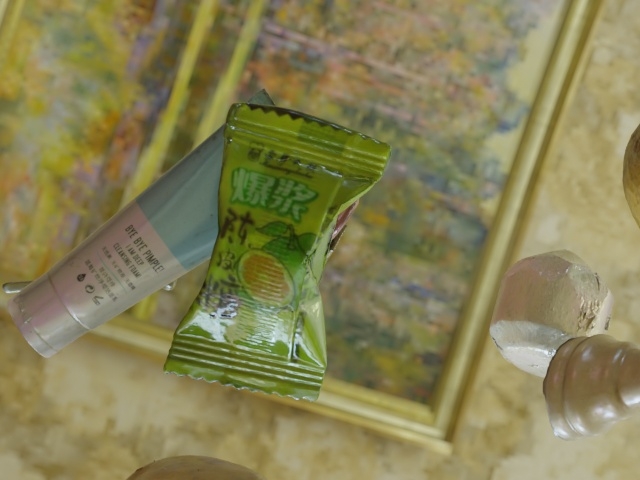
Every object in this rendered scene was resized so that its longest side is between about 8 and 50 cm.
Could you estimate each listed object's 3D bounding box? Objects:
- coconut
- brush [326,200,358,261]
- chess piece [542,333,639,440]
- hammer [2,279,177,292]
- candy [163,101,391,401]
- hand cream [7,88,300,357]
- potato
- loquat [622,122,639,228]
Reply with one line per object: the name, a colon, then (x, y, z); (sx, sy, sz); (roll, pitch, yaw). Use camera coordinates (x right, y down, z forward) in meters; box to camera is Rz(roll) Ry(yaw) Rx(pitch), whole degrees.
coconut: (0.327, 0.094, 2.348); (0.183, 0.171, 0.171); (-70, -168, -20)
brush: (0.000, 0.000, 2.143); (0.103, 0.047, 0.233); (-56, -178, -27)
chess piece: (0.433, 0.163, 2.051); (0.307, 0.139, 0.124); (-13, -90, 41)
hammer: (-0.258, 0.050, 1.887); (0.060, 0.195, 0.028); (-116, -158, -72)
candy: (-0.039, 0.014, 1.437); (0.069, 0.149, 0.246); (-25, 130, -75)
hand cream: (-0.147, -0.009, 1.561); (0.312, 0.111, 0.070); (-34, -177, 4)
potato: (-0.131, 0.310, 1.902); (0.161, 0.234, 0.128); (-25, 109, -65)
loquat: (0.434, -0.082, 1.684); (0.275, 0.275, 0.275); (-163, -90, -77)
